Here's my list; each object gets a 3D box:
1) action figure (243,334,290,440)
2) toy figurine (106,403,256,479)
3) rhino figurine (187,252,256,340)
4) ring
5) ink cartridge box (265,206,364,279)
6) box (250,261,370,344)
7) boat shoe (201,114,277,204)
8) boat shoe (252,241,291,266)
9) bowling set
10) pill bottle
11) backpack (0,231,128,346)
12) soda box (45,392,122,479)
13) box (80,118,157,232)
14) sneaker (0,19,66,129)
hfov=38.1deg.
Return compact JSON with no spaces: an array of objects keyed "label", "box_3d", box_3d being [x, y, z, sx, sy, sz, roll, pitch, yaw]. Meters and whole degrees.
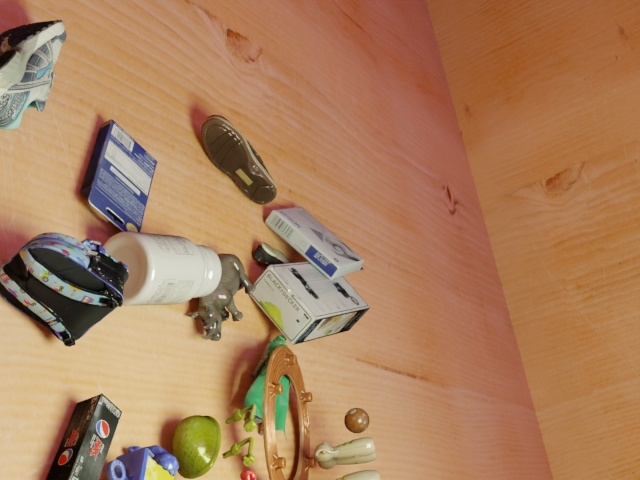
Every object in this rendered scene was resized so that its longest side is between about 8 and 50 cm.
[{"label":"action figure","box_3d":[-0.102,0.294,1.952,0.137,0.064,0.232,49,36,-32]},{"label":"toy figurine","box_3d":[-0.244,0.380,1.490,0.217,0.191,0.362,42,34,-33]},{"label":"rhino figurine","box_3d":[-0.206,0.118,1.884,0.106,0.073,0.243,59,28,-26]},{"label":"ring","box_3d":[-0.057,0.380,1.881,0.336,0.032,0.336,-5,90,-78]},{"label":"ink cartridge box","box_3d":[0.000,0.000,2.278,0.223,0.045,0.224,40,18,15]},{"label":"box","box_3d":[-0.022,0.136,2.136,0.169,0.087,0.290,48,20,17]},{"label":"boat shoe","box_3d":[-0.194,-0.196,2.149,0.257,0.095,0.095,57,14,-34]},{"label":"boat shoe","box_3d":[-0.109,0.045,2.163,0.133,0.042,0.049,33,17,-51]},{"label":"bowling set","box_3d":[0.042,0.465,1.948,0.287,0.154,0.199,79,1,-63]},{"label":"pill bottle","box_3d":[-0.289,0.054,1.707,0.229,0.131,0.131,6,65,-61]},{"label":"backpack","box_3d":[-0.411,0.059,1.460,0.173,0.158,0.117,39,28,-26]},{"label":"soda box","box_3d":[-0.366,0.323,1.432,0.053,0.060,0.169,50,32,-29]},{"label":"box","box_3d":[-0.383,-0.110,1.762,0.136,0.037,0.225,46,32,-36]},{"label":"sneaker","box_3d":[-0.517,-0.289,1.608,0.283,0.110,0.122,-70,149,-51]}]
